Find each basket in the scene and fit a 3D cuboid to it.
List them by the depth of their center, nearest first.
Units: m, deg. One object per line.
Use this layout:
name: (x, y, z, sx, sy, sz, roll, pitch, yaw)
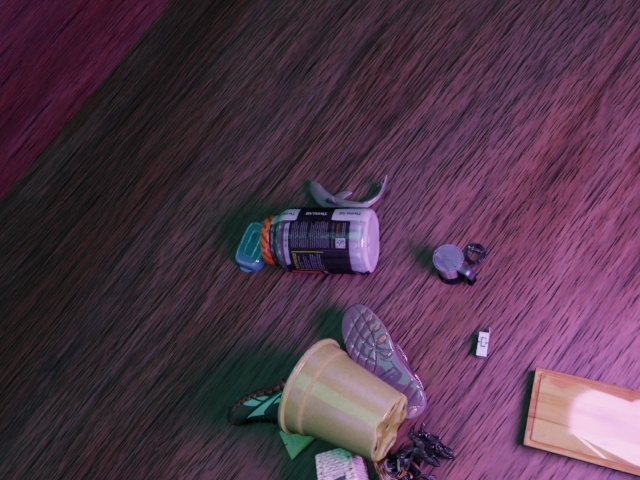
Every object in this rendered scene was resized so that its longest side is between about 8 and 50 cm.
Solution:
basket: (0.061, 0.625, 1.590, 0.113, 0.167, 0.103, -19, 59, 10)

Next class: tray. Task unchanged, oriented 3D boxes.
tray: (0.739, 0.468, 1.477, 0.411, 0.076, 0.202, 10, 74, 20)

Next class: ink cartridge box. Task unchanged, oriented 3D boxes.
ink cartridge box: (0.457, 0.286, 1.649, 0.028, 0.048, 0.083, 8, 72, 20)

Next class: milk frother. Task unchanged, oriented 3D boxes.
milk frother: (0.406, 0.050, 1.706, 0.129, 0.135, 0.143, 15, 76, 22)

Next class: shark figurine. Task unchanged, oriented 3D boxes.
shark figurine: (0.080, -0.130, 1.894, 0.278, 0.116, 0.166, 0, 72, 20)

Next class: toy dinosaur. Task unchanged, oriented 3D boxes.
toy dinosaur: (0.222, 0.606, 1.559, 0.322, 0.164, 0.218, 46, 105, 5)

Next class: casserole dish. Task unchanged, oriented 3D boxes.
casserole dish: (-0.222, 0.015, 1.978, 0.114, 0.037, 0.188, 18, 76, 22)

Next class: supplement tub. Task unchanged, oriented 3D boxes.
supplement tub: (0.000, 0.000, 1.817, 0.338, 0.207, 0.207, 1, 71, 17)

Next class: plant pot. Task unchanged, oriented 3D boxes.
plant pot: (0.074, 0.430, 1.521, 0.254, 0.276, 0.276, 22, 78, 28)

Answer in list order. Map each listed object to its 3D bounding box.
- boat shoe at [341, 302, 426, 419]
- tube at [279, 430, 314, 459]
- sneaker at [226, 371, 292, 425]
boat shoe: (0.176, 0.344, 1.676, 0.132, 0.130, 0.355, -33, 70, 8)
tube: (-0.011, 0.526, 1.711, 0.240, 0.070, 0.062, -39, 101, 6)
sneaker: (-0.148, 0.497, 1.735, 0.276, 0.097, 0.135, -26, 58, 6)
